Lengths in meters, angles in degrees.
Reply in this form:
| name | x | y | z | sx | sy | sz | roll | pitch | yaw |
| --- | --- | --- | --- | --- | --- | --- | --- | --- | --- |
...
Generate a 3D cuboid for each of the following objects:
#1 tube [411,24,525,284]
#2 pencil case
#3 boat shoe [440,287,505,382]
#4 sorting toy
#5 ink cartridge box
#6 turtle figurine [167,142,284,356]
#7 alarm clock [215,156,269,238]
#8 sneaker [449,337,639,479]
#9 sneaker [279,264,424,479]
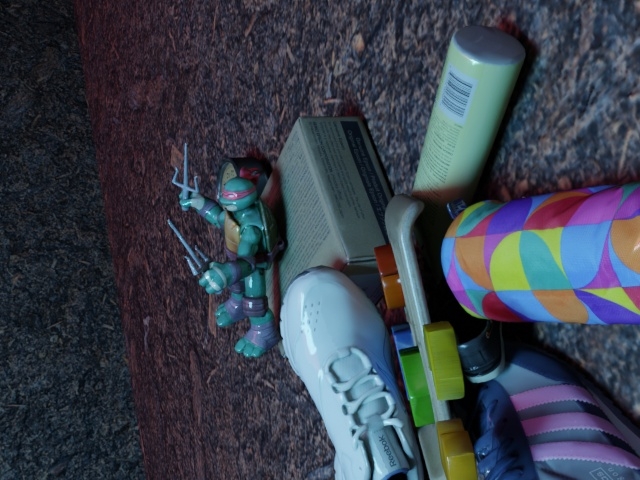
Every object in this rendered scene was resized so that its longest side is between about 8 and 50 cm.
| name | x | y | z | sx | sy | sz | roll | pitch | yaw |
| --- | --- | --- | --- | --- | --- | --- | --- | --- | --- |
| tube | 0.119 | -0.074 | 0.725 | 0.062 | 0.070 | 0.240 | 25 | 135 | 14 |
| pencil case | 0.179 | 0.006 | 0.553 | 0.236 | 0.104 | 0.104 | 177 | 89 | -65 |
| boat shoe | 0.127 | 0.066 | 0.685 | 0.042 | 0.049 | 0.133 | 59 | -164 | -20 |
| sorting toy | 0.078 | 0.080 | 0.670 | 0.307 | 0.041 | 0.229 | -70 | -28 | -85 |
| ink cartridge box | 0.000 | 0.000 | 0.947 | 0.234 | 0.088 | 0.193 | -57 | 45 | 51 |
| turtle figurine | -0.101 | 0.010 | 0.926 | 0.175 | 0.118 | 0.234 | -108 | 8 | -59 |
| alarm clock | -0.122 | -0.064 | 1.231 | 0.192 | 0.064 | 0.129 | 19 | 111 | 61 |
| sneaker | 0.156 | 0.167 | 0.583 | 0.319 | 0.131 | 0.112 | -138 | 50 | -59 |
| sneaker | 0.047 | 0.164 | 0.789 | 0.129 | 0.111 | 0.297 | -161 | 49 | -78 |
